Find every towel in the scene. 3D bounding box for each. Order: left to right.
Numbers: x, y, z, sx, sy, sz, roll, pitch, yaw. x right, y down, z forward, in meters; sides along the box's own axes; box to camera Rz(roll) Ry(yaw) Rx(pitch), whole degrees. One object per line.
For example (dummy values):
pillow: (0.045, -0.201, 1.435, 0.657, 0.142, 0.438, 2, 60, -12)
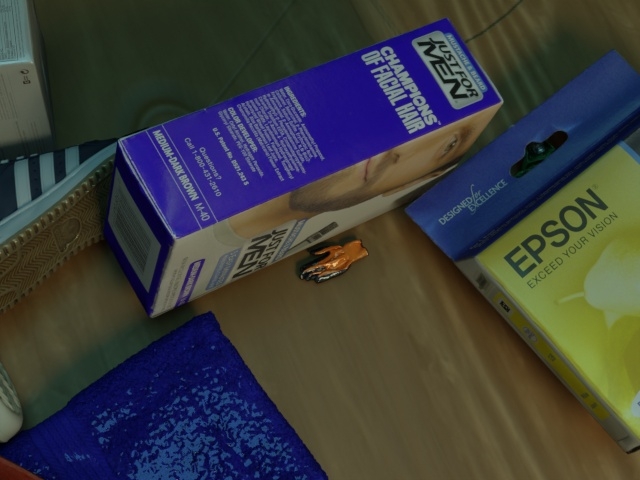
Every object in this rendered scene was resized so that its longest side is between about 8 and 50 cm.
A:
towel: (-0.160, 0.226, 0.940, 0.308, 0.076, 0.227, -34, 77, -18)

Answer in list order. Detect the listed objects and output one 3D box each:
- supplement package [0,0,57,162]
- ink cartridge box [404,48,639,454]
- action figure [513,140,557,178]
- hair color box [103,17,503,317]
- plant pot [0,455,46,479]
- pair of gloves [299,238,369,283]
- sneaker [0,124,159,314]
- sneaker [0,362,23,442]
supplement package: (-0.364, -0.167, 1.006, 0.203, 0.194, 0.149, -8, 69, -11)
ink cartridge box: (0.294, -0.012, 1.031, 0.304, 0.072, 0.307, -38, 79, -17)
action figure: (0.270, -0.017, 1.099, 0.137, 0.063, 0.232, -28, 71, -13)
hair color box: (-0.019, -0.066, 0.990, 0.339, 0.185, 0.110, -26, 75, -24)
plant pot: (-0.243, 0.315, 0.740, 0.272, 0.272, 0.265, 33, 81, 6)
pair of gloves: (0.000, 0.000, 1.084, 0.074, 0.010, 0.083, -24, 71, -14)
sneaker: (-0.272, -0.051, 1.024, 0.153, 0.099, 0.282, 31, 52, 26)
sneaker: (-0.415, 0.080, 0.949, 0.350, 0.131, 0.148, 41, 77, 16)
